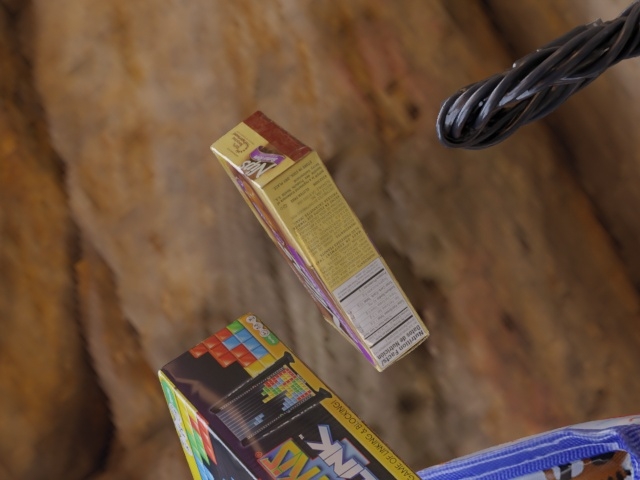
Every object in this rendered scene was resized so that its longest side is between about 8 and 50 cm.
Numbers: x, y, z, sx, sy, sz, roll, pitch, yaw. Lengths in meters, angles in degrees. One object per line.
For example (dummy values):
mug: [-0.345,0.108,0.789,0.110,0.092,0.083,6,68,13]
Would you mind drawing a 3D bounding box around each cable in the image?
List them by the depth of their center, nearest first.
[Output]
cable: [0.157,-0.108,1.206,0.047,0.184,0.150,63,160,-2]

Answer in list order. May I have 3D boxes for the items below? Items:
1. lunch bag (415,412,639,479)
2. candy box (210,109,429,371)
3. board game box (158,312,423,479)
lunch bag: [0.110,0.227,0.961,0.328,0.385,0.238,7,-110,-48]
candy box: [0.000,0.000,1.372,0.186,0.053,0.109,59,171,-30]
board game box: [0.008,0.131,0.712,0.141,0.048,0.170,43,157,41]
